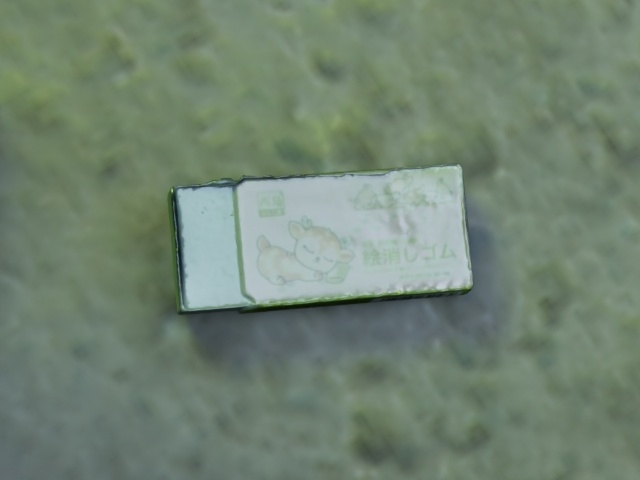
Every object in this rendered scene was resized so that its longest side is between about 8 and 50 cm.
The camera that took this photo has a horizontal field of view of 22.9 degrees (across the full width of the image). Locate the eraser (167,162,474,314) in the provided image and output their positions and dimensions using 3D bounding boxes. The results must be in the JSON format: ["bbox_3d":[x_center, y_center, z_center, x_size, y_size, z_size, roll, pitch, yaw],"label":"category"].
[{"bbox_3d":[0.000,0.000,0.447,0.083,0.019,0.038,-4,85,-8],"label":"eraser"}]
